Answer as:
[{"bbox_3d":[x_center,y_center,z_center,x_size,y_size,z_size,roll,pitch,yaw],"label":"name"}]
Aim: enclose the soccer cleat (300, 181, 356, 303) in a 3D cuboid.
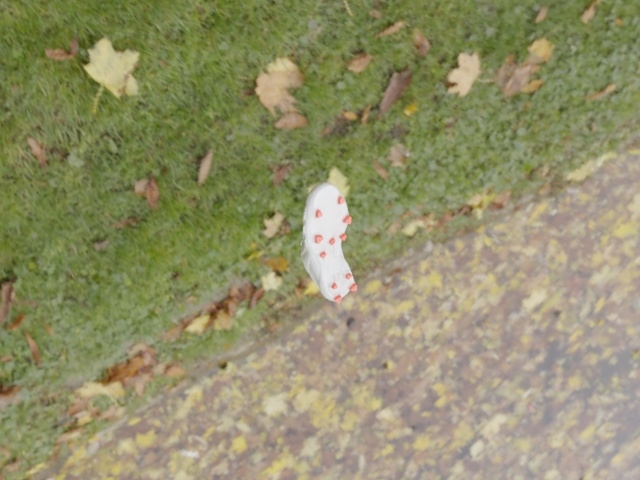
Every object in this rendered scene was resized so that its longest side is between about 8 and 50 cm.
[{"bbox_3d":[0.000,0.000,1.123,0.068,0.076,0.196,-32,137,-22],"label":"soccer cleat"}]
